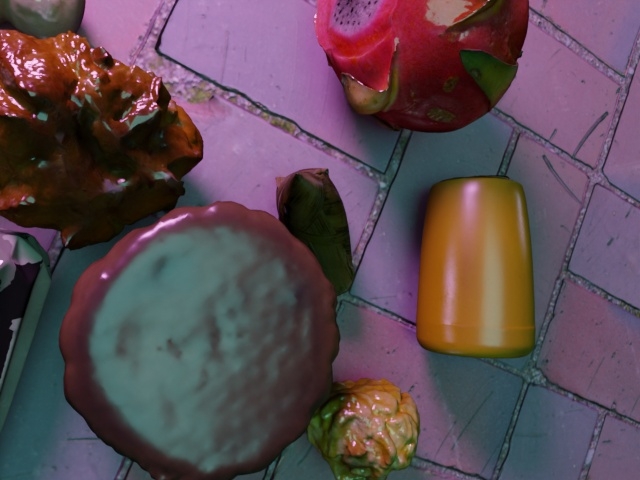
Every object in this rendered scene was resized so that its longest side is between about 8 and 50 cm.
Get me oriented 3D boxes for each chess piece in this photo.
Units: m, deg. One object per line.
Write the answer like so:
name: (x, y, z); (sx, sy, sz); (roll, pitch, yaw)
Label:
chess piece: (-0.400, -0.311, 0.615); (0.243, 0.133, 0.133); (17, 84, -24)

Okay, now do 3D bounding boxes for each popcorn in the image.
popcorn: (0.055, 0.261, 0.767); (0.173, 0.173, 0.143); (-19, 113, -20)

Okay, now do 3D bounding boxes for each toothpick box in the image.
toothpick box: (0.237, 0.035, 0.824); (0.174, 0.175, 0.272); (3, 85, -20)

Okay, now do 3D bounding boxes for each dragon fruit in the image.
dragon fruit: (0.117, -0.292, 0.715); (0.189, 0.290, 0.291); (4, 88, -41)

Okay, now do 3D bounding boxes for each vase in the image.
vase: (-0.409, 0.163, 0.595); (0.164, 0.165, 0.361); (9, 90, -20)

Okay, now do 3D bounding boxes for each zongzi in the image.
zongzi: (0.000, 0.003, 0.719); (0.094, 0.204, 0.205); (-15, 96, -2)

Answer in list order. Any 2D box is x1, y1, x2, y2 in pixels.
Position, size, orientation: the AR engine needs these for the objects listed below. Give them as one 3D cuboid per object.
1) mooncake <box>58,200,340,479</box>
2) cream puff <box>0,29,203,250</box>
mooncake: (-0.146, 0.118, 0.672); (0.323, 0.187, 0.324); (1, 88, -21)
cream puff: (-0.261, -0.113, 0.618); (0.268, 0.154, 0.241); (-12, 119, -32)
